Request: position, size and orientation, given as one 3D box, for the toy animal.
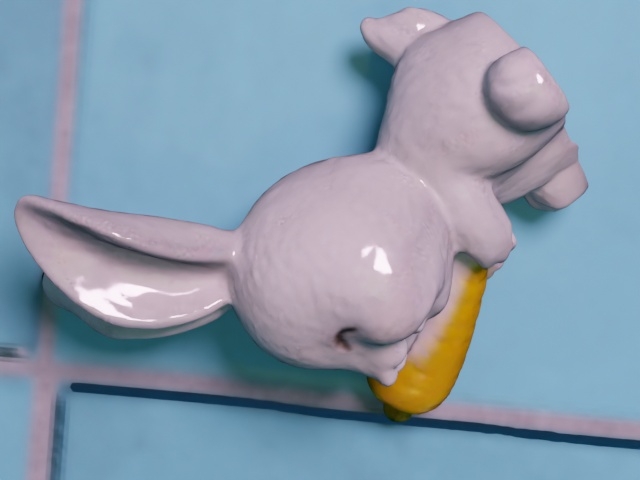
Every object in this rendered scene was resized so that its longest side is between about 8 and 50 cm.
[{"bbox_3d":[0.000,0.000,0.500,0.181,0.131,0.127,-39,71,-1],"label":"toy animal"}]
